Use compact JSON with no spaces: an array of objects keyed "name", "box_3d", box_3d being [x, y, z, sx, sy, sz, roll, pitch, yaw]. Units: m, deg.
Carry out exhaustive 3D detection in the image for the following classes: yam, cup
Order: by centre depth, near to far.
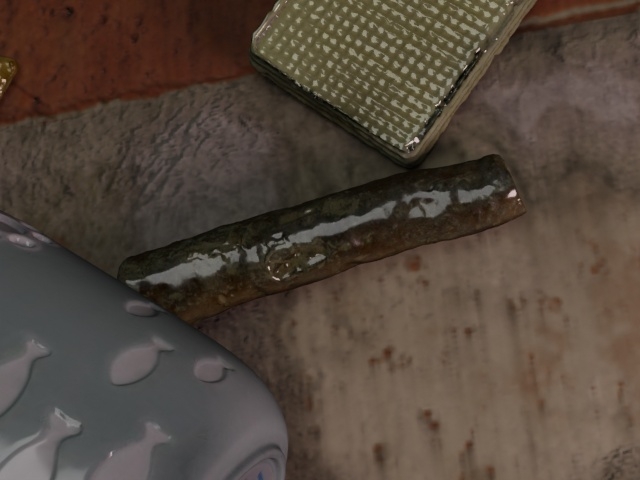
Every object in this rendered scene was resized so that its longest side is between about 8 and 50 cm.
[{"name":"cup","box_3d":[-0.203,0.157,0.707,0.274,0.259,0.356,26,41,15]},{"name":"yam","box_3d":[0.000,0.000,0.863,0.274,0.061,0.061,-17,68,4]}]

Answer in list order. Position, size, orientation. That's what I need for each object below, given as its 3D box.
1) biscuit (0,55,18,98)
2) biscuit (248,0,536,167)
[{"name":"biscuit","box_3d":[-0.279,-0.111,0.977,0.081,0.018,0.083,18,76,16]},{"name":"biscuit","box_3d":[0.075,-0.188,0.917,0.150,0.052,0.252,32,81,16]}]
